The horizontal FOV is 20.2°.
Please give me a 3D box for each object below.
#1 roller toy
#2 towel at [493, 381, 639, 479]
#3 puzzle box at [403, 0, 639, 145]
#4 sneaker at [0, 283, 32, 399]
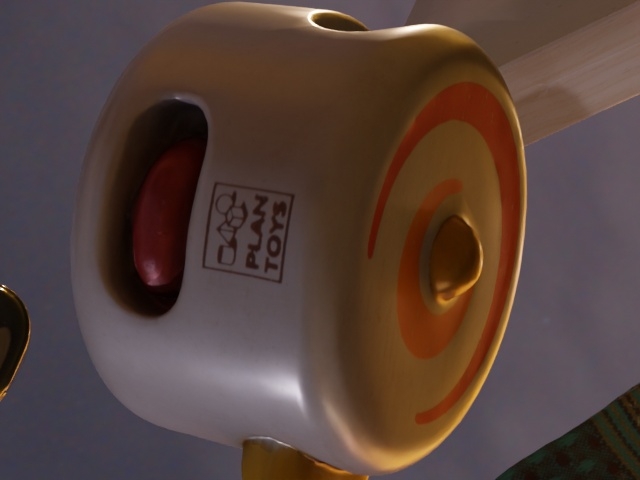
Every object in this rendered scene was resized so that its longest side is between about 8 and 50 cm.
[{"bbox_3d":[0.000,0.000,0.764,0.209,0.146,0.191,-55,-38,-37],"label":"roller toy"},{"bbox_3d":[0.266,0.066,0.668,0.040,0.370,0.271,60,173,-33],"label":"towel"},{"bbox_3d":[0.225,-0.176,1.021,0.052,0.409,0.272,57,-152,-18],"label":"puzzle box"},{"bbox_3d":[-0.351,0.133,1.407,0.112,0.131,0.319,43,-114,9],"label":"sneaker"}]
